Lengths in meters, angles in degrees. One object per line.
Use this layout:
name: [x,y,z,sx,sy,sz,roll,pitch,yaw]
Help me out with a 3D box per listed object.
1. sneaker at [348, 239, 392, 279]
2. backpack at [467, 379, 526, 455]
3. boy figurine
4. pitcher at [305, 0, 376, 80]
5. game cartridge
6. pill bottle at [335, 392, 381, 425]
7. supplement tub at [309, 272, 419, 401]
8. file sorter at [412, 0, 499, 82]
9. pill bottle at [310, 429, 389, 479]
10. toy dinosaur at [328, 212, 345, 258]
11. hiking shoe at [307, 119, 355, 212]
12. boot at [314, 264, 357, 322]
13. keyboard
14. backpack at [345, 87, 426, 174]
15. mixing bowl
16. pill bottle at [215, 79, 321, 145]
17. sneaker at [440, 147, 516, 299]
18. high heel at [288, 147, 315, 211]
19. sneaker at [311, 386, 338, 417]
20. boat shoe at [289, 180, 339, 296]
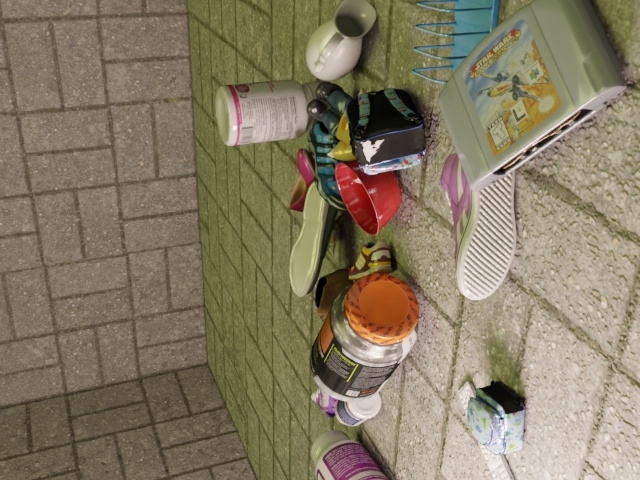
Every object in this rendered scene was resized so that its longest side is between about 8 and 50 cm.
sneaker: [0.122,0.049,1.818,0.185,0.069,0.084,155,114,-63]
backpack: [0.323,0.337,1.365,0.105,0.084,0.114,-145,46,-66]
boy figurine: [0.074,-0.260,1.716,0.177,0.092,0.285,-58,43,19]
pitcher: [0.028,-0.442,1.700,0.125,0.178,0.207,40,153,-4]
game cartridge: [0.300,-0.229,1.114,0.297,0.062,0.198,-41,63,49]
pill bottle: [0.096,0.454,2.012,0.169,0.094,0.094,123,134,-61]
supplement tub: [0.103,0.230,1.732,0.338,0.207,0.207,112,143,-55]
file sorter: [0.229,-0.367,1.277,0.118,0.104,0.170,-134,40,-57]
pill bottle: [0.085,0.659,2.028,0.301,0.169,0.169,-137,42,-59]
toy dinosaur: [0.020,-0.026,2.067,0.183,0.053,0.092,107,146,-50]
hiking shoe: [0.038,-0.206,1.849,0.132,0.113,0.304,107,147,-52]
boot: [0.030,0.193,2.051,0.305,0.115,0.112,98,152,-42]
keyboard: [0.334,0.410,1.467,0.072,0.014,0.256,112,144,-55]
backpack: [0.132,-0.238,1.536,0.173,0.158,0.117,-102,-3,-48]
mixing bowl: [0.120,-0.113,1.659,0.181,0.098,0.181,56,165,23]
pill bottle: [-0.128,-0.349,1.987,0.160,0.283,0.160,171,90,-70]
sneaker: [0.273,-0.044,1.327,0.161,0.102,0.282,-148,63,-68]
high heel: [-0.059,-0.161,2.009,0.244,0.117,0.082,65,-165,-61]
sneaker: [0.041,0.455,2.183,0.104,0.095,0.236,62,158,27]
boat shoe: [0.000,0.000,1.967,0.116,0.099,0.319,26,108,49]
